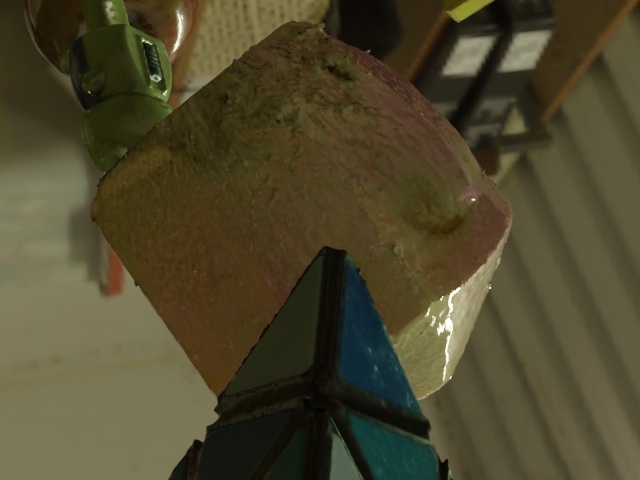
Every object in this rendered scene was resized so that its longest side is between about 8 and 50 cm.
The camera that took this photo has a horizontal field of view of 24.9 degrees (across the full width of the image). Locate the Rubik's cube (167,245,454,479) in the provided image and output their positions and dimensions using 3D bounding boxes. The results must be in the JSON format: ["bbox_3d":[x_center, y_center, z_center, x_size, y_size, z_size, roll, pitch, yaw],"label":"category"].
[{"bbox_3d":[-0.059,0.198,0.546,0.284,0.234,0.250,63,21,-5],"label":"Rubik's cube"}]

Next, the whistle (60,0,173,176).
[{"bbox_3d":[-0.178,-0.139,1.282,0.085,0.105,0.227,-26,-111,25],"label":"whistle"}]

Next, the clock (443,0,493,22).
[{"bbox_3d":[0.145,-0.357,1.199,0.277,0.071,0.293,-36,-118,15],"label":"clock"}]

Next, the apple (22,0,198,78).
[{"bbox_3d":[-0.226,-0.264,1.563,0.174,0.188,0.188,-111,-156,-45],"label":"apple"}]

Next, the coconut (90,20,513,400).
[{"bbox_3d":[0.000,0.000,0.941,0.245,0.233,0.233,51,-25,1],"label":"coconut"}]
